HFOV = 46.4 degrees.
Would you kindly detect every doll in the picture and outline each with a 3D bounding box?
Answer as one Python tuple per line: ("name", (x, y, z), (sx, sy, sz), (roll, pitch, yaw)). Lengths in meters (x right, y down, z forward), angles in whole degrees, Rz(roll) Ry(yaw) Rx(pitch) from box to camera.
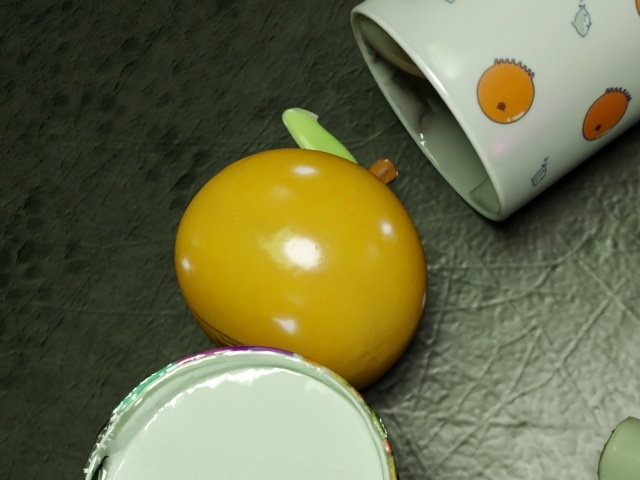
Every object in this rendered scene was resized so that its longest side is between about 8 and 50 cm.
("doll", (0.000, 0.000, 0.622), (0.214, 0.213, 0.236), (21, 62, 26))

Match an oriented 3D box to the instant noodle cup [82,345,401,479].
("instant noodle cup", (-0.046, 0.200, 0.510), (0.251, 0.190, 0.251), (-2, 55, 3))

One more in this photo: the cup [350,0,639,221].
("cup", (0.214, -0.190, 0.611), (0.317, 0.212, 0.212), (-35, 61, 2))

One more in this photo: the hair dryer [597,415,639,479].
("hair dryer", (0.334, 0.129, 0.480), (0.296, 0.119, 0.298), (-5, 76, 32))
